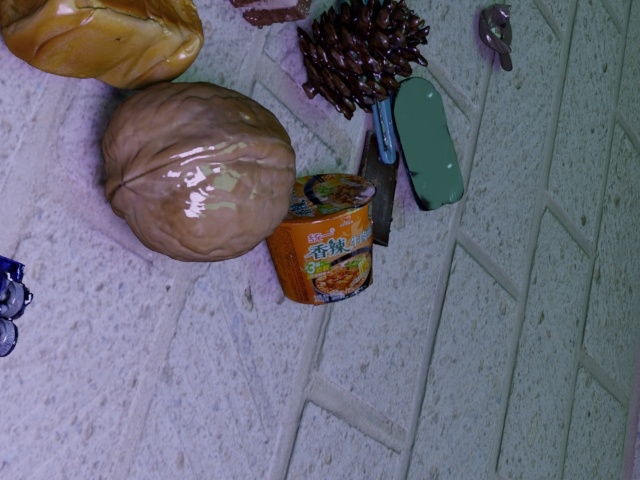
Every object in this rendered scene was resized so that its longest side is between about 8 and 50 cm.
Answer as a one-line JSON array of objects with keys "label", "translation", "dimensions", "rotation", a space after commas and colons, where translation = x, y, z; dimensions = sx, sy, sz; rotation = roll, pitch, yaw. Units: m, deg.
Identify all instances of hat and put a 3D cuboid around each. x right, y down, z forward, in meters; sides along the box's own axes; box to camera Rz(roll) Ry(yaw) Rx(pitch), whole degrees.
[{"label": "hat", "translation": [0.460, -0.515, 2.614], "dimensions": [0.175, 0.085, 0.147], "rotation": [70, 22, -58]}]

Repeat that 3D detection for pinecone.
[{"label": "pinecone", "translation": [0.078, -0.366, 1.939], "dimensions": [0.224, 0.272, 0.224], "rotation": [46, 21, -24]}]

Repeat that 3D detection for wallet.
[{"label": "wallet", "translation": [0.116, -0.108, 2.139], "dimensions": [0.122, 0.031, 0.232], "rotation": [32, 60, -43]}]

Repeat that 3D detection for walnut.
[{"label": "walnut", "translation": [-0.190, -0.105, 1.542], "dimensions": [0.313, 0.252, 0.277], "rotation": [-13, 110, -50]}]

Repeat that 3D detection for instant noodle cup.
[{"label": "instant noodle cup", "translation": [0.000, 0.000, 1.830], "dimensions": [0.230, 0.230, 0.182], "rotation": [-37, 125, -48]}]

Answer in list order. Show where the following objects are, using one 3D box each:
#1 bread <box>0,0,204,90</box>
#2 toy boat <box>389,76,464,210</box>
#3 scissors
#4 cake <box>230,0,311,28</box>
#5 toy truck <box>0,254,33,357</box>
[{"label": "bread", "translation": [-0.316, -0.311, 1.464], "dimensions": [0.294, 0.167, 0.132], "rotation": [10, 56, -51]}, {"label": "toy boat", "translation": [0.222, -0.216, 2.250], "dimensions": [0.134, 0.092, 0.299], "rotation": [-18, 96, -22]}, {"label": "scissors", "translation": [0.116, -0.356, 2.133], "dimensions": [0.180, 0.032, 0.393], "rotation": [-10, 91, -51]}, {"label": "cake", "translation": [-0.098, -0.477, 1.788], "dimensions": [0.147, 0.135, 0.135], "rotation": [35, 59, -52]}, {"label": "toy truck", "translation": [-0.473, 0.140, 1.226], "dimensions": [0.124, 0.155, 0.268], "rotation": [30, 67, -48]}]
